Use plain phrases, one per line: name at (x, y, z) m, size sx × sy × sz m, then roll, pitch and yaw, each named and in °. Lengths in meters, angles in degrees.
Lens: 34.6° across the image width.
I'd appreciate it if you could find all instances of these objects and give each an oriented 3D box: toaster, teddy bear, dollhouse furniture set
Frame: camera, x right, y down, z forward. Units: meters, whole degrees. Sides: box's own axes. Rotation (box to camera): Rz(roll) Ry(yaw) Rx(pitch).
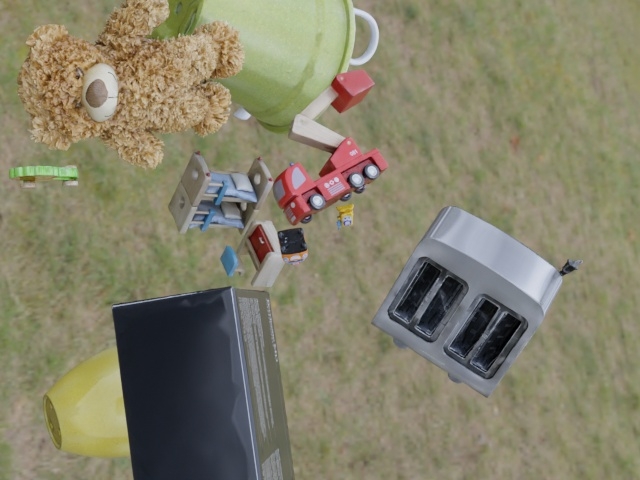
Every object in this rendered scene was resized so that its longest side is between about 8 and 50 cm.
toaster at (0.172, 0.066, 1.178) m, size 0.168 × 0.185 × 0.110 m, roll 33°, pitch 30°, yaw 6°
teddy bear at (-0.228, -0.205, 1.363) m, size 0.113 × 0.245 × 0.338 m, roll 42°, pitch 17°, yaw 30°
dollhouse furniture set at (-0.141, -0.035, 1.665) m, size 0.129 × 0.129 × 0.183 m, roll 2°, pitch 44°, yaw -34°

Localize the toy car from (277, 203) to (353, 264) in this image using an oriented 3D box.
toy car at (0.000, 0.000, 1.299) m, size 0.060 × 0.122 × 0.040 m, roll 48°, pitch -29°, yaw 49°

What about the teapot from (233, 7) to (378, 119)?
teapot at (-0.041, -0.372, 2.047) m, size 0.252 × 0.256 × 0.187 m, roll -64°, pitch 142°, yaw -45°

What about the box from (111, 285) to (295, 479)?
box at (-0.083, 0.174, 0.837) m, size 0.184 × 0.103 × 0.261 m, roll 26°, pitch 56°, yaw -81°

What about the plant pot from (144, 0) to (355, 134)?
plant pot at (-0.129, -0.333, 1.628) m, size 0.254 × 0.276 × 0.276 m, roll 14°, pitch 66°, yaw -38°

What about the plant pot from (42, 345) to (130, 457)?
plant pot at (-0.271, 0.202, 1.213) m, size 0.095 × 0.134 × 0.134 m, roll -14°, pitch 93°, yaw -29°

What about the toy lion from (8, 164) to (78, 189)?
toy lion at (-0.407, -0.098, 1.513) m, size 0.096 × 0.100 × 0.034 m, roll 166°, pitch -80°, yaw -73°

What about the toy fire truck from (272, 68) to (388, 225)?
toy fire truck at (0.007, -0.113, 1.224) m, size 0.192 × 0.047 × 0.135 m, roll -30°, pitch 81°, yaw -30°
